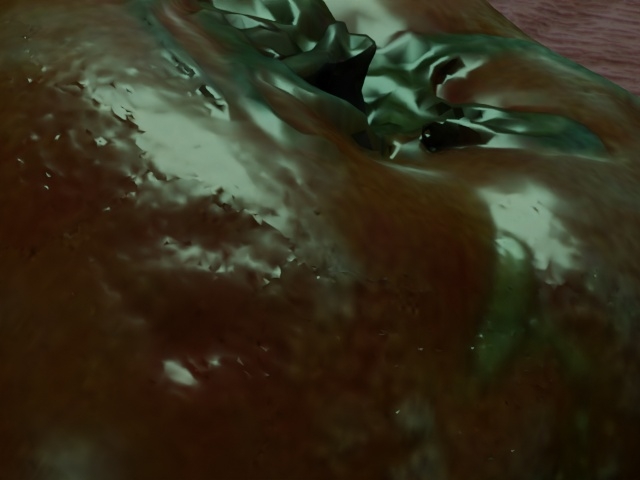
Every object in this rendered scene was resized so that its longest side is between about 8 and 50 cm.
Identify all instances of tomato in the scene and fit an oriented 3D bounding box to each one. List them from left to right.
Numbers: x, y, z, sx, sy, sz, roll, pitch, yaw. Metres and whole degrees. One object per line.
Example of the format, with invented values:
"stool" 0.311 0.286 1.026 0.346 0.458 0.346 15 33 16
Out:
"tomato" 0.000 0.000 0.417 0.237 0.095 0.237 21 29 -12
